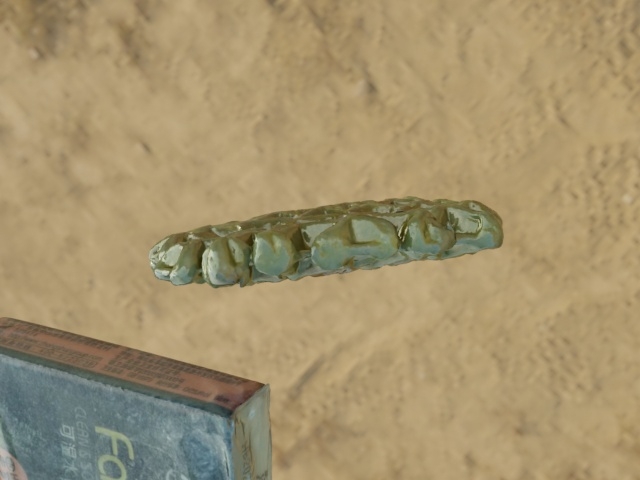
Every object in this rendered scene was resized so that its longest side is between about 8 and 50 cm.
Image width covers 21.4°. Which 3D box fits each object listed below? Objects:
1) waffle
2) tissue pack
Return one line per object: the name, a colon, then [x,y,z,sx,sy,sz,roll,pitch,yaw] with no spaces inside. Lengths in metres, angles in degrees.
waffle: [0.000,0.000,1.512,0.292,0.309,0.056,-170,71,-74]
tissue pack: [-0.197,0.213,1.676,0.315,0.103,0.228,12,121,25]
